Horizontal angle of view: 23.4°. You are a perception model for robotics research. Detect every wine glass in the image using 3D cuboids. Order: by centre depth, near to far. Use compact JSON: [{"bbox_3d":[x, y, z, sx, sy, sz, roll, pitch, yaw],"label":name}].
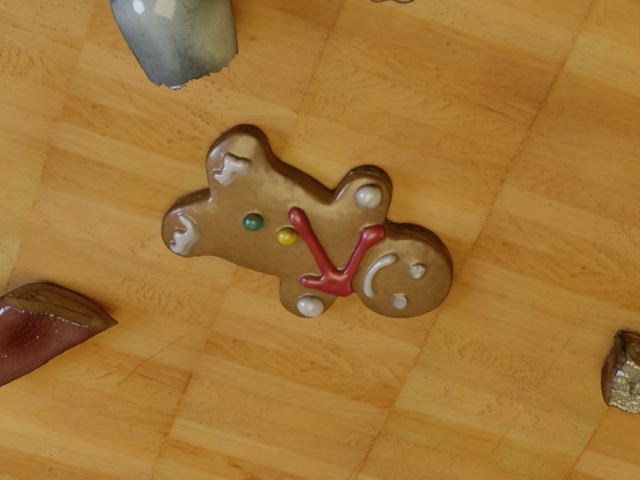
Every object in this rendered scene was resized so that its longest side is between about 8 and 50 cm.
[{"bbox_3d":[-0.167,-0.283,1.574,0.126,0.126,0.241,-13,118,10],"label":"wine glass"}]

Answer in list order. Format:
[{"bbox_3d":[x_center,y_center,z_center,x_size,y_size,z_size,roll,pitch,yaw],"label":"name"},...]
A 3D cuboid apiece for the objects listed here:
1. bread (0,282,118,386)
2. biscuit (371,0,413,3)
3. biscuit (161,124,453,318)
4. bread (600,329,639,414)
[{"bbox_3d":[-0.352,0.104,1.857,0.192,0.067,0.119,-26,125,19],"label":"bread"},{"bbox_3d":[0.137,-0.324,1.587,0.236,0.040,0.144,-27,110,20],"label":"biscuit"},{"bbox_3d":[0.000,0.000,1.790,0.340,0.047,0.216,27,120,-14],"label":"biscuit"},{"bbox_3d":[0.383,0.160,1.859,0.077,0.070,0.083,14,124,-5],"label":"bread"}]
